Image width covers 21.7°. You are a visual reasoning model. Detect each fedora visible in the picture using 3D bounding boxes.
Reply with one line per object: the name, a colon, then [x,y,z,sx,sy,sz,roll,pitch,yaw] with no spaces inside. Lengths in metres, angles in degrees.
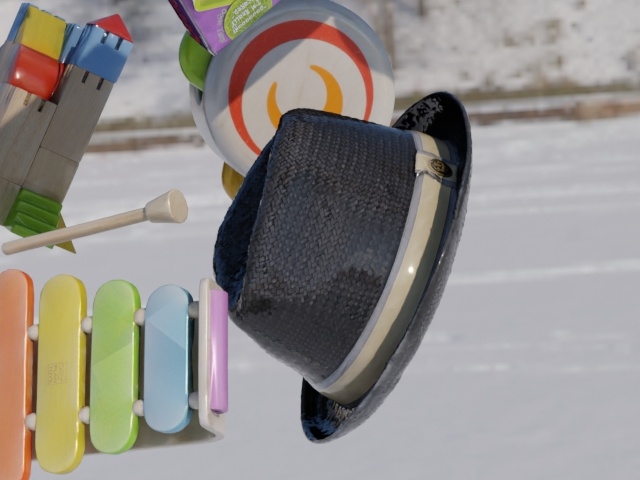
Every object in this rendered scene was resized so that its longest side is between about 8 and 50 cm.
fedora: [0.000,0.000,1.419,0.152,0.334,0.334,23,-5,-13]

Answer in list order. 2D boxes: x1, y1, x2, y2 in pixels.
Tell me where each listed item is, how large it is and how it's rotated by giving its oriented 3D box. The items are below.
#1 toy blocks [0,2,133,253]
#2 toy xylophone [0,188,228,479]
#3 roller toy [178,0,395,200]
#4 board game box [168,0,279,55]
toy blocks: [-0.333,-0.151,1.919,0.191,0.261,0.381,24,-1,-21]
toy xylophone: [-0.204,0.083,1.347,0.323,0.236,0.081,-18,-21,23]
roller toy: [-0.030,-0.146,1.663,0.191,0.209,0.146,-23,14,-8]
board game box: [0.002,-0.317,1.205,0.347,0.208,0.056,-41,43,-9]
